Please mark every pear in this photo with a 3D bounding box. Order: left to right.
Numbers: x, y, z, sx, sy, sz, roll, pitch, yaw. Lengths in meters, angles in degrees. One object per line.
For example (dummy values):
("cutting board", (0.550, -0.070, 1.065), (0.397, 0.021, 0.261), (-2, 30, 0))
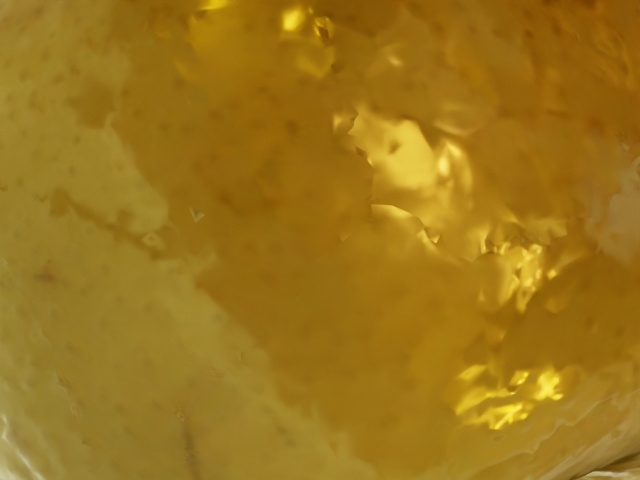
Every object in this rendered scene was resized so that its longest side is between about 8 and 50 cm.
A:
("pear", (0.000, 0.000, 0.650), (0.348, 0.348, 0.348), (18, 127, 26))
